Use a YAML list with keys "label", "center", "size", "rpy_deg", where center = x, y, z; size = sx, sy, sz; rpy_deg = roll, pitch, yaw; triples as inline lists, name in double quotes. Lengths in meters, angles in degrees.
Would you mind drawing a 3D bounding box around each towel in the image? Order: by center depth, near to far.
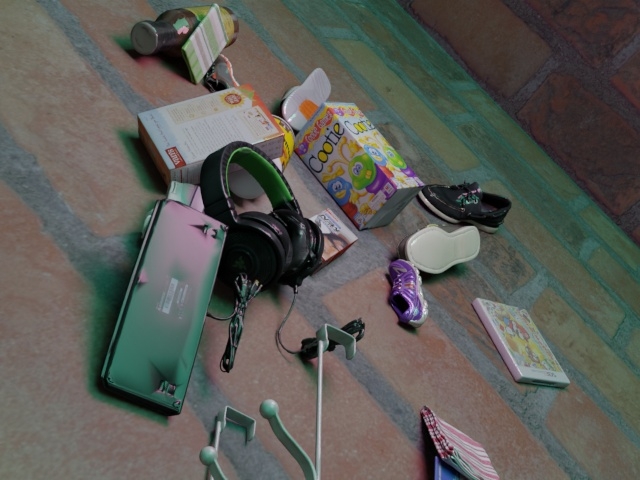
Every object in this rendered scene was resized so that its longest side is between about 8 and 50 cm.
- label: "towel"
  center: [0.251, 0.363, 1.376]
  size: [0.144, 0.029, 0.197]
  rpy_deg: [38, 7, -11]
- label: "towel"
  center: [-0.261, -0.440, 1.778]
  size: [0.023, 0.113, 0.152]
  rpy_deg: [17, 60, 20]

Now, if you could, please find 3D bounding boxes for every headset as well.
- label: "headset"
  center: [-0.063, 0.008, 1.353]
  size: [0.243, 0.185, 0.395]
  rpy_deg: [-7, 76, -64]

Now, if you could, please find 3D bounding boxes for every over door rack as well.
- label: "over door rack"
  center: [-0.089, 0.252, 0.955]
  size: [0.108, 0.239, 0.324]
  rpy_deg: [41, 28, -13]

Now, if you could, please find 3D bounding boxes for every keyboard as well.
- label: "keyboard"
  center: [-0.188, 0.100, 1.151]
  size: [0.201, 0.033, 0.317]
  rpy_deg: [28, 53, -24]

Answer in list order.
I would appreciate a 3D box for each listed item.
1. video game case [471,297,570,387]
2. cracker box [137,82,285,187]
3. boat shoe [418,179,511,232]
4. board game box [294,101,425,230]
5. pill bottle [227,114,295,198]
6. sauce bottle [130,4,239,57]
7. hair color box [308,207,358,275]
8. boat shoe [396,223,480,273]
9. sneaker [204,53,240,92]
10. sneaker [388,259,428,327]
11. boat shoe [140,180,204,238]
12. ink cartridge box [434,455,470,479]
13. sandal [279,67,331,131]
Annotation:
- label: "video game case"
  center: [0.477, 0.243, 1.892]
  size: [0.206, 0.026, 0.227]
  rpy_deg: [15, 38, -41]
- label: "cracker box"
  center: [-0.204, -0.195, 1.480]
  size: [0.232, 0.067, 0.156]
  rpy_deg: [-20, 57, -22]
- label: "boat shoe"
  center: [0.413, -0.111, 2.206]
  size: [0.340, 0.113, 0.127]
  rpy_deg: [19, 36, -36]
- label: "board game box"
  center: [0.084, -0.177, 1.856]
  size: [0.275, 0.144, 0.142]
  rpy_deg: [51, 30, 18]
- label: "pill bottle"
  center: [-0.125, -0.167, 1.609]
  size: [0.117, 0.117, 0.215]
  rpy_deg: [36, 29, -11]
- label: "sauce bottle"
  center: [-0.309, -0.475, 1.814]
  size: [0.111, 0.111, 0.344]
  rpy_deg: [45, 30, 5]
- label: "hair color box"
  center: [0.000, 0.000, 1.603]
  size: [0.093, 0.053, 0.167]
  rpy_deg: [46, 30, 6]
- label: "boat shoe"
  center: [0.265, 0.016, 1.874]
  size: [0.305, 0.091, 0.109]
  rpy_deg: [-8, 97, -49]
- label: "sneaker"
  center: [-0.237, -0.377, 1.823]
  size: [0.064, 0.061, 0.158]
  rpy_deg: [-4, 52, -45]
- label: "sneaker"
  center: [0.173, 0.104, 1.666]
  size: [0.071, 0.068, 0.170]
  rpy_deg: [16, 38, -30]
- label: "boat shoe"
  center: [-0.249, -0.014, 1.290]
  size: [0.084, 0.095, 0.258]
  rpy_deg: [20, 29, -6]
- label: "ink cartridge box"
  center: [0.280, 0.499, 1.258]
  size: [0.311, 0.065, 0.186]
  rpy_deg: [40, 27, -10]
- label: "sandal"
  center: [-0.047, -0.342, 1.989]
  size: [0.102, 0.076, 0.265]
  rpy_deg: [58, 35, -21]
